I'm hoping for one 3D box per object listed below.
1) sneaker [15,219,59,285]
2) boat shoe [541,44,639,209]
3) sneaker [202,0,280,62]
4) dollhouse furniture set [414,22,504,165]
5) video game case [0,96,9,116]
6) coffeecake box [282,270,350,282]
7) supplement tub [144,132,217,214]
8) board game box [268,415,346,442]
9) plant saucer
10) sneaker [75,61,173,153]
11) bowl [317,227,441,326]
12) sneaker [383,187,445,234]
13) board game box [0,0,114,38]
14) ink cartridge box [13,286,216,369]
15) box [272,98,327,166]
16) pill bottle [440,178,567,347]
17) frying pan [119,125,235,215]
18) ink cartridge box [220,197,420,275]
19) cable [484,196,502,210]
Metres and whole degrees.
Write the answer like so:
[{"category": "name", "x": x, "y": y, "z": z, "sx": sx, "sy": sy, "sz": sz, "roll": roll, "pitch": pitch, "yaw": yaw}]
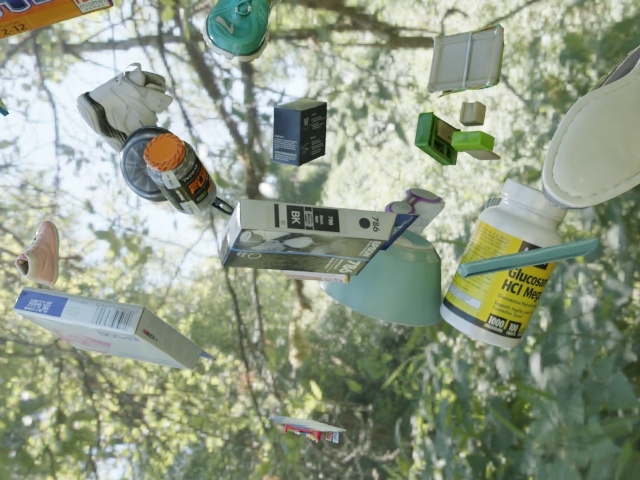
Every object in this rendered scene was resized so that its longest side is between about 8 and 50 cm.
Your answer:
[{"category": "sneaker", "x": -0.529, "y": 0.017, "z": 1.394, "sx": 0.070, "sy": 0.051, "sz": 0.134, "roll": 17, "pitch": -127, "yaw": -46}, {"category": "boat shoe", "x": 0.362, "y": -0.147, "z": 0.879, "sx": 0.324, "sy": 0.116, "sz": 0.097, "roll": -48, "pitch": -8, "yaw": -16}, {"category": "sneaker", "x": -0.115, "y": -0.395, "z": 1.188, "sx": 0.110, "sy": 0.107, "sz": 0.275, "roll": 116, "pitch": 168, "yaw": -56}, {"category": "dollhouse furniture set", "x": 0.370, "y": -0.351, "z": 1.835, "sx": 0.151, "sy": 0.197, "sz": 0.302, "roll": 20, "pitch": -102, "yaw": -49}, {"category": "video game case", "x": -0.704, "y": -0.345, "z": 1.539, "sx": 0.166, "sy": 0.015, "sz": 0.119, "roll": 60, "pitch": 176, "yaw": 7}, {"category": "coffeecake box", "x": -0.018, "y": 0.021, "z": 1.546, "sx": 0.185, "sy": 0.142, "sz": 0.068, "roll": 67, "pitch": -151, "yaw": -63}, {"category": "supplement tub", "x": -0.318, "y": -0.151, "z": 1.696, "sx": 0.190, "sy": 0.116, "sz": 0.117, "roll": 63, "pitch": -148, "yaw": -59}, {"category": "board game box", "x": -0.032, "y": 0.405, "z": 1.587, "sx": 0.133, "sy": 0.168, "sz": 0.033, "roll": 16, "pitch": -100, "yaw": -43}, {"category": "plant saucer", "x": 0.288, "y": 0.026, "z": 1.044, "sx": 0.067, "sy": 0.191, "sz": 0.018, "roll": 72, "pitch": -172, "yaw": -78}, {"category": "sneaker", "x": -0.453, "y": -0.308, "z": 1.995, "sx": 0.366, "sy": 0.210, "sz": 0.137, "roll": 45, "pitch": -167, "yaw": -43}, {"category": "bowl", "x": 0.162, "y": 0.062, "z": 1.773, "sx": 0.311, "sy": 0.311, "sz": 0.163, "roll": -49, "pitch": -23, "yaw": -72}, {"category": "sneaker", "x": 0.264, "y": -0.064, "z": 2.226, "sx": 0.305, "sy": 0.114, "sz": 0.152, "roll": -25, "pitch": -44, "yaw": -48}, {"category": "board game box", "x": -0.609, "y": -0.600, "z": 1.281, "sx": 0.356, "sy": 0.356, "sz": 0.357, "roll": 67, "pitch": -171, "yaw": -70}, {"category": "ink cartridge box", "x": -0.441, "y": 0.212, "z": 1.640, "sx": 0.330, "sy": 0.324, "sz": 0.072, "roll": 56, "pitch": -134, "yaw": -55}, {"category": "box", "x": -0.057, "y": -0.304, "z": 2.089, "sx": 0.156, "sy": 0.093, "sz": 0.158, "roll": -32, "pitch": -50, "yaw": -56}, {"category": "pill bottle", "x": 0.403, "y": 0.046, "z": 1.615, "sx": 0.188, "sy": 0.187, "sz": 0.334, "roll": -33, "pitch": -35, "yaw": -76}, {"category": "frying pan", "x": -0.389, "y": -0.141, "z": 1.912, "sx": 0.326, "sy": 0.197, "sz": 0.053, "roll": 53, "pitch": -161, "yaw": -3}, {"category": "ink cartridge box", "x": 0.000, "y": 0.000, "z": 1.330, "sx": 0.165, "sy": 0.332, "sz": 0.065, "roll": 125, "pitch": 144, "yaw": -59}, {"category": "cable", "x": 0.506, "y": 0.004, "z": 2.112, "sx": 0.257, "sy": 0.089, "sz": 0.257, "roll": 52, "pitch": -131, "yaw": -63}]
